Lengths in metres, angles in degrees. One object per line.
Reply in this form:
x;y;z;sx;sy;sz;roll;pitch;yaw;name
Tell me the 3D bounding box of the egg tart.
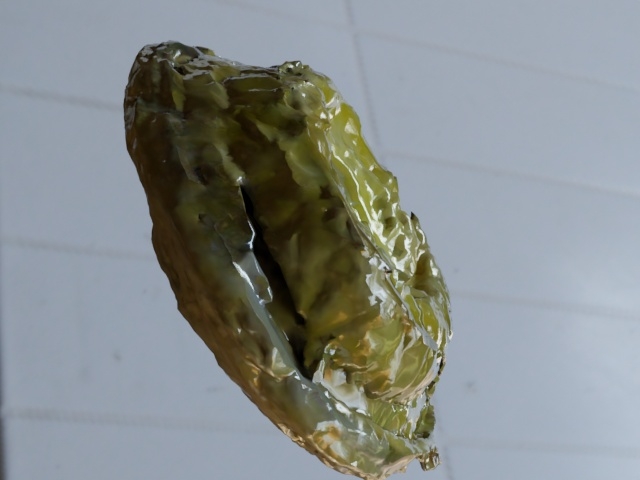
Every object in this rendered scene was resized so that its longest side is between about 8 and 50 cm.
0.000;0.000;0.793;0.279;0.095;0.279;52;19;-26;egg tart
